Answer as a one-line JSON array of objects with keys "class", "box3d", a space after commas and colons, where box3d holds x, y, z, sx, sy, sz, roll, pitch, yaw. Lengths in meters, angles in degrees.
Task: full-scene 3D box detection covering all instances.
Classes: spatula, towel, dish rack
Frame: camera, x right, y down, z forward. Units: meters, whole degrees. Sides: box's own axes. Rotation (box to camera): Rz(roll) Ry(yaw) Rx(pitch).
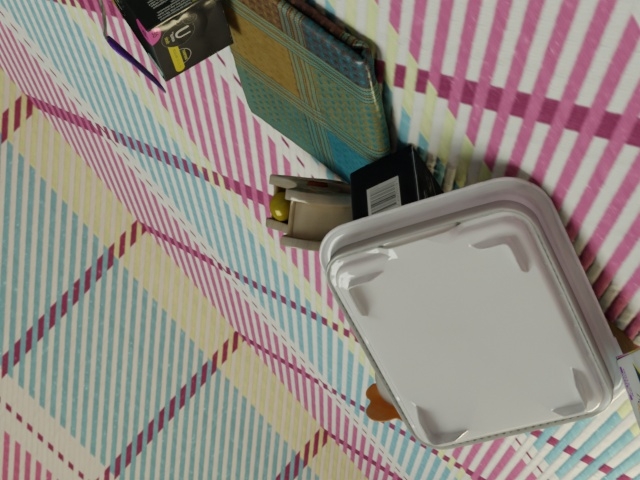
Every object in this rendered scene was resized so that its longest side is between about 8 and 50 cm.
[{"class": "spatula", "box3d": [-0.284, -0.305, 1.767, 0.296, 0.030, 0.084, 59, 178, -21]}, {"class": "towel", "box3d": [-0.016, -0.196, 1.753, 0.271, 0.040, 0.370, 38, 165, 22]}, {"class": "dish rack", "box3d": [0.170, 0.104, 1.611, 0.285, 0.072, 0.333, -16, 118, 24]}]

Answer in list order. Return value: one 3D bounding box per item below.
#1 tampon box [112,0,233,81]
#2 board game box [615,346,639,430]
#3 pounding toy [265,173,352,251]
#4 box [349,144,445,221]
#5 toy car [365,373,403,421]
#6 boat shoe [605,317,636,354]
[{"class": "tampon box", "box3d": [-0.194, -0.299, 1.717, 0.161, 0.101, 0.120, 55, 172, 24]}, {"class": "board game box", "box3d": [0.384, 0.211, 1.433, 0.316, 0.064, 0.242, 61, -168, -81]}, {"class": "pounding toy", "box3d": [0.000, 0.000, 1.940, 0.154, 0.155, 0.269, 1, -170, -29]}, {"class": "box", "box3d": [0.112, 0.001, 1.711, 0.158, 0.093, 0.156, 52, -157, -35]}, {"class": "toy car", "box3d": [0.165, 0.170, 1.925, 0.210, 0.238, 0.219, 29, 161, 47]}, {"class": "boat shoe", "box3d": [0.252, 0.081, 1.696, 0.277, 0.098, 0.096, 44, 166, -10]}]
